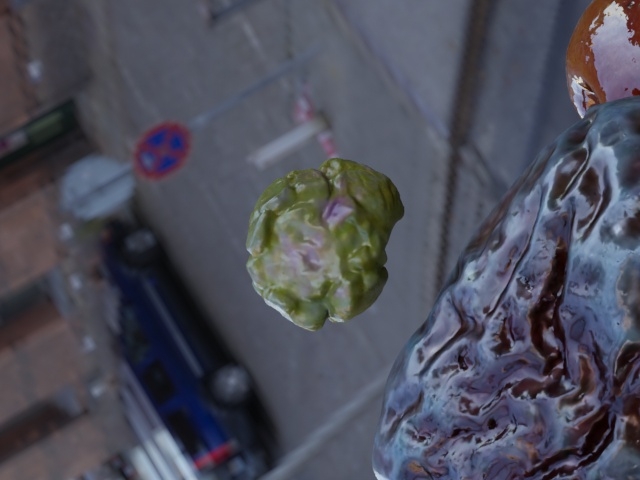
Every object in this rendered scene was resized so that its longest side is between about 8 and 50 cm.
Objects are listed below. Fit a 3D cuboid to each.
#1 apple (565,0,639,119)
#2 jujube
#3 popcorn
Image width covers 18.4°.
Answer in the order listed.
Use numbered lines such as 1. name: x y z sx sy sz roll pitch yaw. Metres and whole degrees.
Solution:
1. apple: 0.306 -0.126 1.533 0.218 0.201 0.218 60 177 6
2. jujube: 0.169 0.071 1.115 0.226 0.317 0.226 29 -159 -12
3. popcorn: 0.001 -0.001 1.251 0.097 0.109 0.089 29 -179 -8
